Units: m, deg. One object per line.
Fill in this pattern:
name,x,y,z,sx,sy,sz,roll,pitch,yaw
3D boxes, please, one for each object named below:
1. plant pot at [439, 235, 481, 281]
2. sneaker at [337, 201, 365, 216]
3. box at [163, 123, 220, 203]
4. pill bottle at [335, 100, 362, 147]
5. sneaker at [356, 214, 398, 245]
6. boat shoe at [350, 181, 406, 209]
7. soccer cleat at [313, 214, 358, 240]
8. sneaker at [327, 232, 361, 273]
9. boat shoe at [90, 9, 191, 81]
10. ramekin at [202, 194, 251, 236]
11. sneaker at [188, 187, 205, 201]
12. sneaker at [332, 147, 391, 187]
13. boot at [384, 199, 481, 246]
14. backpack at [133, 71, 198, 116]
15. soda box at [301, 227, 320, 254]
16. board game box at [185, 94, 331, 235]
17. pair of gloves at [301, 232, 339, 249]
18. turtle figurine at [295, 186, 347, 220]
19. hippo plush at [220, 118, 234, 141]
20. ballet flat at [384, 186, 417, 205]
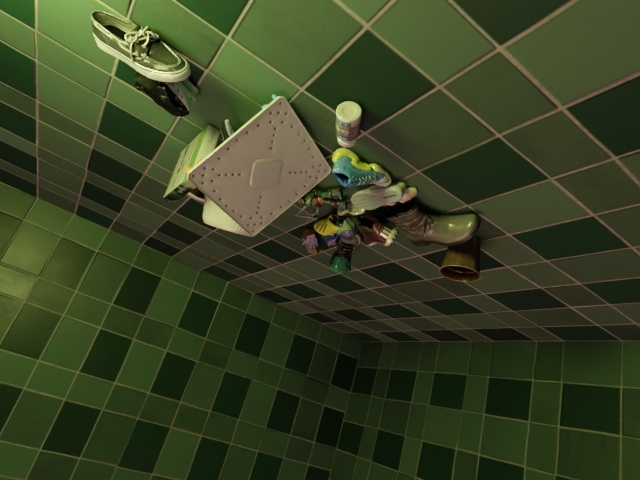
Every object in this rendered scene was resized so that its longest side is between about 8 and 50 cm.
plant pot,0.595,0.068,1.827,0.167,0.165,0.167,15,156,7
sneaker,0.143,-0.129,1.856,0.065,0.061,0.158,20,170,-39
box,-0.508,-0.291,1.708,0.059,0.232,0.322,25,157,-29
pill bottle,0.085,-0.353,1.340,0.078,0.078,0.137,14,157,8
sneaker,0.207,-0.057,1.877,0.163,0.106,0.281,33,169,-17
boat shoe,0.224,-0.172,1.656,0.226,0.075,0.083,-2,125,39
soccer cleat,0.059,-0.076,1.964,0.289,0.093,0.121,14,140,54
sneaker,0.113,0.070,2.159,0.124,0.178,0.295,17,157,2
boat shoe,-0.515,-0.564,1.250,0.306,0.113,0.105,32,152,6
ramekin,-0.361,-0.104,1.808,0.273,0.127,0.273,17,-178,-1
sneaker,-0.537,-0.207,2.084,0.290,0.105,0.123,25,154,-20
sneaker,0.137,-0.221,1.541,0.240,0.126,0.091,25,156,-16
boot,0.424,-0.076,1.698,0.223,0.118,0.338,38,146,-29
backpack,-0.481,-0.484,1.399,0.152,0.115,0.182,14,161,39
soda box,-0.046,0.006,2.279,0.058,0.061,0.181,11,156,15
board game box,-0.195,-0.240,1.491,0.050,0.390,0.390,51,-179,39
pair of gloves,0.000,0.000,2.177,0.198,0.023,0.159,-11,152,-1
turtle figurine,-0.015,-0.161,1.807,0.234,0.118,0.175,-7,166,16
hippo plush,-0.259,-0.281,1.641,0.237,0.293,0.234,-2,-173,-22
ballet flat,0.298,-0.161,1.661,0.057,0.052,0.168,33,152,-33
